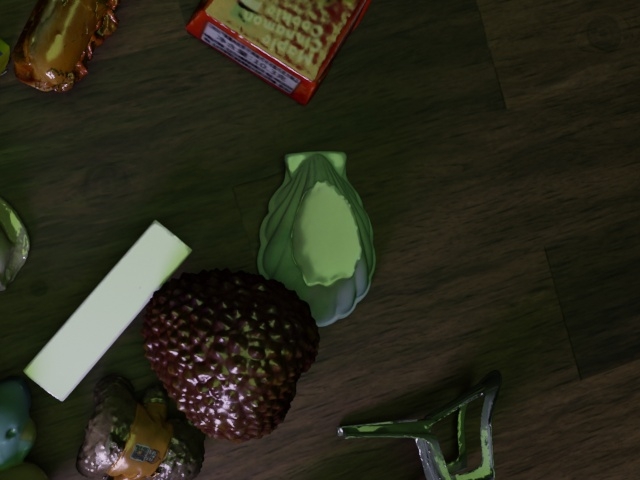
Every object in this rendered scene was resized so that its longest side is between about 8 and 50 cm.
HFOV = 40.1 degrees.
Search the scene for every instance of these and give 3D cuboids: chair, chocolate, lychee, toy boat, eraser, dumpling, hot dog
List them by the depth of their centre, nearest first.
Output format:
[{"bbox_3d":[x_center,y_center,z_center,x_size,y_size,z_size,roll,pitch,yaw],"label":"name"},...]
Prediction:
[{"bbox_3d":[-0.514,-0.015,1.301,0.169,0.100,0.134,28,70,-13],"label":"dumpling"},{"bbox_3d":[-0.143,0.157,1.313,0.272,0.271,0.271,0,90,-13],"label":"lychee"},{"bbox_3d":[-0.343,-0.374,1.316,0.117,0.158,0.348,28,80,-29],"label":"hot dog"},{"bbox_3d":[-0.324,0.104,1.351,0.076,0.078,0.298,42,81,-9],"label":"eraser"},{"bbox_3d":[-0.055,-0.377,1.399,0.237,0.108,0.234,32,85,-12],"label":"chocolate"},{"bbox_3d":[0.172,0.328,1.402,0.275,0.203,0.190,-11,81,-7],"label":"chair"},{"bbox_3d":[0.000,0.000,1.414,0.200,0.100,0.290,-4,93,-13],"label":"toy boat"}]

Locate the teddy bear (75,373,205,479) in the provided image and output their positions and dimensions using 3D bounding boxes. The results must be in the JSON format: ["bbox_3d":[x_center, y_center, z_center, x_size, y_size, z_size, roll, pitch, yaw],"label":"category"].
[{"bbox_3d":[-0.268,0.310,1.340,0.190,0.140,0.177,21,82,-20],"label":"teddy bear"}]

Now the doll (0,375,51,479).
[{"bbox_3d":[-0.484,0.341,1.273,0.177,0.161,0.260,-12,90,-14],"label":"doll"}]

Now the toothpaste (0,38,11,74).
[{"bbox_3d":[-0.614,-0.342,1.272,0.327,0.077,0.110,42,59,-9],"label":"toothpaste"}]
